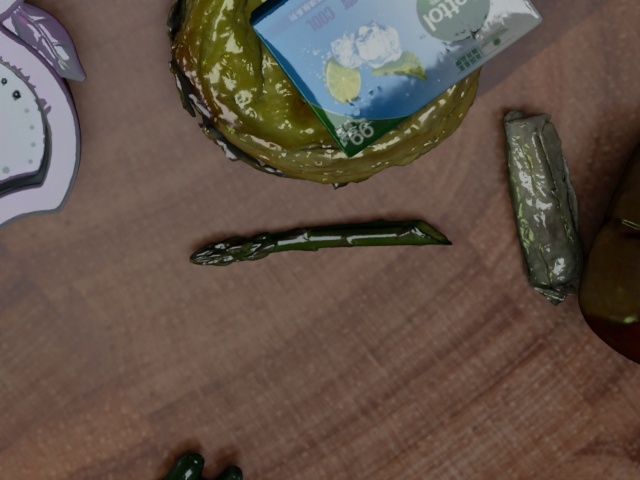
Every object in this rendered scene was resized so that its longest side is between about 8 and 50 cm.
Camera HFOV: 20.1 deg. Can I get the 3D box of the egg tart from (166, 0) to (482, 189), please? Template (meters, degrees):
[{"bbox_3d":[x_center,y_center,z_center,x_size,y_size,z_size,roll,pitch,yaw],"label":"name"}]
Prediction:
[{"bbox_3d":[0.009,-0.179,1.542,0.279,0.095,0.279,0,107,-1],"label":"egg tart"}]

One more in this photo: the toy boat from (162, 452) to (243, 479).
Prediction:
[{"bbox_3d":[-0.134,0.292,1.656,0.104,0.052,0.210,34,97,-15],"label":"toy boat"}]

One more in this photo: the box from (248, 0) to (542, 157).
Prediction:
[{"bbox_3d":[0.059,-0.180,1.458,0.194,0.073,0.139,-36,104,6],"label":"box"}]

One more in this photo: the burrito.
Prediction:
[{"bbox_3d":[0.203,-0.028,1.621,0.058,0.045,0.188,-6,108,21],"label":"burrito"}]

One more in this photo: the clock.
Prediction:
[{"bbox_3d":[-0.365,-0.123,1.508,0.338,0.102,0.338,-2,103,-7],"label":"clock"}]

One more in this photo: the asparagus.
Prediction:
[{"bbox_3d":[0.000,0.001,1.610,0.236,0.034,0.027,-5,122,-3],"label":"asparagus"}]

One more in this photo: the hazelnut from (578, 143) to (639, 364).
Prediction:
[{"bbox_3d":[0.331,0.016,1.577,0.181,0.181,0.212,23,90,9],"label":"hazelnut"}]
